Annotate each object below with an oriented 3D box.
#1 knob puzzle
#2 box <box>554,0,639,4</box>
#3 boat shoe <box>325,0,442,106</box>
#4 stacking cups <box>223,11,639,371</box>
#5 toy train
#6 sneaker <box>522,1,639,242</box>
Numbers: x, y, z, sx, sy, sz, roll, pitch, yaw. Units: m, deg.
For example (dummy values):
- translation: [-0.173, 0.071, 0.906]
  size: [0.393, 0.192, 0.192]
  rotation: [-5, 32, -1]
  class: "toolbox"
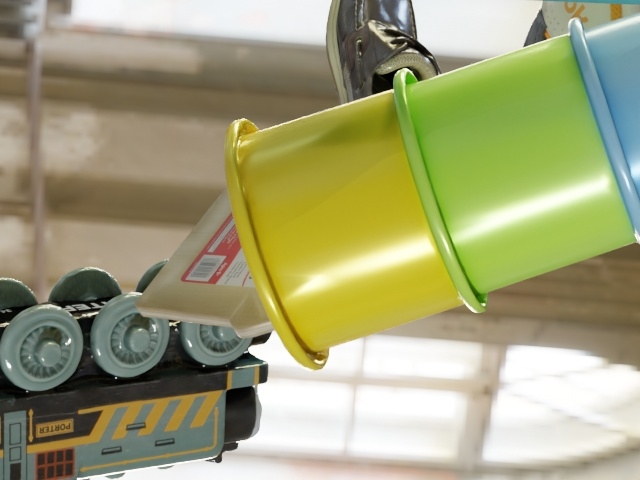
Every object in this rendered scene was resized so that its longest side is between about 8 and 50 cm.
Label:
- translation: [0.000, 0.000, 1.197]
  size: [0.213, 0.213, 0.030]
  rotation: [-89, 157, -54]
  class: "knob puzzle"
- translation: [0.066, -0.126, 0.556]
  size: [0.244, 0.060, 0.100]
  rotation: [11, -88, 49]
  class: "box"
- translation: [0.036, -0.075, 0.887]
  size: [0.049, 0.056, 0.152]
  rotation: [-33, -131, 44]
  class: "boat shoe"
- translation: [0.130, -0.039, 0.629]
  size: [0.096, 0.316, 0.096]
  rotation: [-16, 90, -80]
  class: "stacking cups"
- translation: [-0.194, 0.127, 1.661]
  size: [0.142, 0.334, 0.190]
  rotation: [23, -66, 54]
  class: "toy train"
- translation: [0.239, -0.043, 0.743]
  size: [0.126, 0.321, 0.127]
  rotation: [-77, -179, -47]
  class: "sneaker"
